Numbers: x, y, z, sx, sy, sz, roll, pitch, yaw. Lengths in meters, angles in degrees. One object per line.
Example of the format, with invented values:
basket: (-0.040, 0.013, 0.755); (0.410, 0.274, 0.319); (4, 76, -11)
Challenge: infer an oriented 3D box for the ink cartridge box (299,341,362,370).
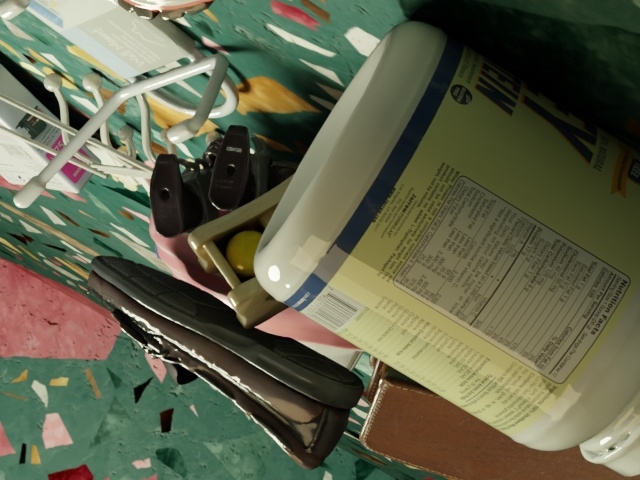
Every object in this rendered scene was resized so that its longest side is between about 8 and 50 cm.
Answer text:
ink cartridge box: (-0.037, 0.096, 2.388); (0.207, 0.117, 0.283); (29, 168, 3)

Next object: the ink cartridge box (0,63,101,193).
ink cartridge box: (-0.422, -0.178, 2.239); (0.311, 0.065, 0.186); (43, 160, -31)

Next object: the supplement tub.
supplement tub: (0.140, 0.011, 1.390); (0.325, 0.235, 0.235); (31, 167, -6)

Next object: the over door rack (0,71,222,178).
over door rack: (-0.293, -0.138, 1.995); (0.324, 0.108, 0.239); (13, 178, -31)

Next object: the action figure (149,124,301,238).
action figure: (-0.049, -0.055, 1.799); (0.185, 0.099, 0.285); (-3, 180, 24)

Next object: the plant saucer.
plant saucer: (-0.014, 0.038, 1.879); (0.332, 0.084, 0.332); (12, -171, -2)

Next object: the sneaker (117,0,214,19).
sneaker: (-0.167, -0.253, 1.316); (0.314, 0.116, 0.136); (22, 164, 32)

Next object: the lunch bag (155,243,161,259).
lunch bag: (-0.158, -0.016, 2.281); (0.067, 0.098, 0.065); (2, -175, -29)

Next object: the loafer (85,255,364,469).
loafer: (-0.104, 0.108, 1.704); (0.302, 0.095, 0.109); (26, -169, 26)

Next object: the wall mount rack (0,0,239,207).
wall mount rack: (-0.261, -0.162, 1.737); (0.350, 0.130, 0.304); (37, 149, -29)

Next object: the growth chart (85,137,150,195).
growth chart: (-0.316, -0.127, 2.353); (0.237, 0.021, 0.172); (27, 168, 11)

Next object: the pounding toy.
pounding toy: (0.032, 0.001, 1.644); (0.155, 0.269, 0.154); (55, 155, 16)

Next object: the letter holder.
letter holder: (0.190, 0.151, 1.601); (0.302, 0.152, 0.214); (15, 142, -1)
